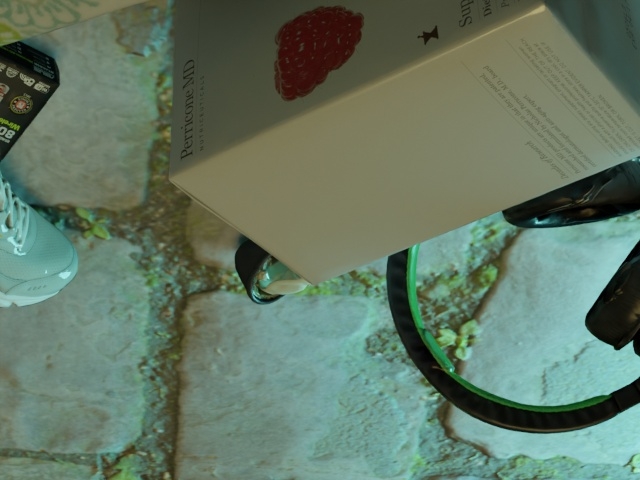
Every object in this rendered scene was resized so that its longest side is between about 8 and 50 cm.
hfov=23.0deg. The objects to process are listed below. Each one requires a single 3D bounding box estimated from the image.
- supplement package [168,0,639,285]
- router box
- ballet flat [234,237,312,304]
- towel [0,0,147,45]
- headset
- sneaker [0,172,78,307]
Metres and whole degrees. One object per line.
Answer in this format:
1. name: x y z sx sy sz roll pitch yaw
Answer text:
1. supplement package: 0.060 -0.121 1.092 0.293 0.178 0.175 -23 140 28
2. router box: -0.272 -0.119 1.185 0.122 0.038 0.092 25 119 -34
3. ballet flat: 0.000 0.000 1.366 0.074 0.074 0.203 26 137 -34
4. towel: -0.162 -0.270 0.952 0.374 0.090 0.320 -14 147 18
5. headset: 0.235 -0.017 1.213 0.394 0.243 0.185 -35 170 -2
6. sneaker: -0.289 -0.033 1.291 0.121 0.099 0.262 -31 137 30
